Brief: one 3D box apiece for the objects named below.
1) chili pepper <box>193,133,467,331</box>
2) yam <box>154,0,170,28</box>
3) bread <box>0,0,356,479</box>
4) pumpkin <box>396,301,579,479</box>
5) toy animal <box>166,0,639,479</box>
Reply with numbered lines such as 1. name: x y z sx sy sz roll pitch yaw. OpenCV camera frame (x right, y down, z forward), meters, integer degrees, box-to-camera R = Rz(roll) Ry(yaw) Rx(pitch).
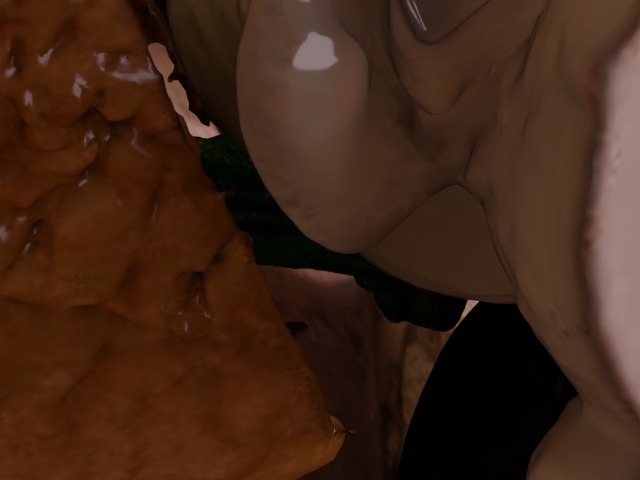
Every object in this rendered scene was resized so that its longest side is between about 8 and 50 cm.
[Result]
1. chili pepper: 0.006 -0.001 0.717 0.182 0.073 0.050 25 51 -50
2. yam: -0.034 -0.054 0.742 0.107 0.014 0.014 59 33 -18
3. bread: -0.094 -0.020 0.494 0.143 0.139 0.229 -109 174 -60
4. pumpkin: 0.181 0.152 0.726 0.363 0.266 0.363 33 49 -49
5. toy animal: 0.064 -0.048 0.534 0.271 0.206 0.265 17 13 -38
